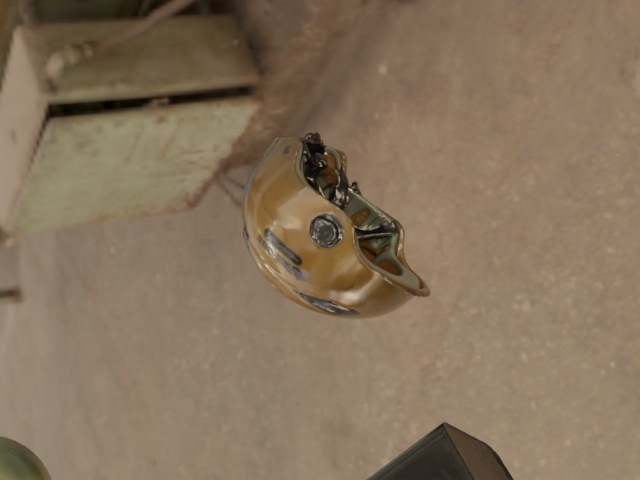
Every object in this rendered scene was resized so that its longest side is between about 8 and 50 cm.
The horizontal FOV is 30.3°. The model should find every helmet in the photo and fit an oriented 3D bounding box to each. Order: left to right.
[{"bbox_3d":[0.000,0.000,1.215,0.130,0.198,0.224,-38,78,17],"label":"helmet"}]

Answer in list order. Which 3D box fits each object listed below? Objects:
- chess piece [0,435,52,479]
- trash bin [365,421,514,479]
[{"bbox_3d":[-0.302,0.261,0.932,0.251,0.144,0.144,-56,46,17],"label":"chess piece"},{"bbox_3d":[0.071,0.284,0.990,0.225,0.115,0.165,-44,46,15],"label":"trash bin"}]
